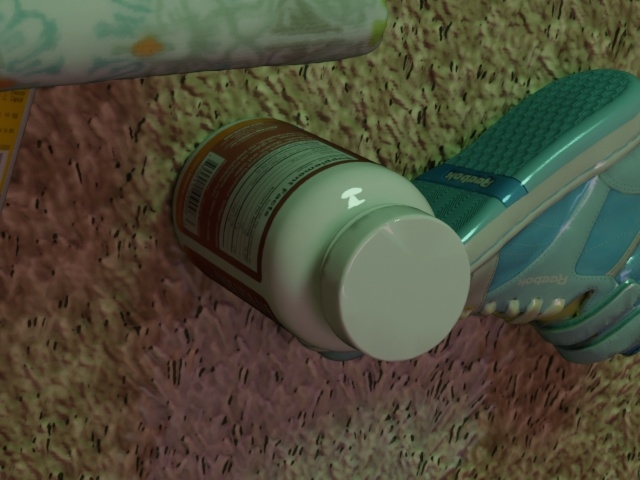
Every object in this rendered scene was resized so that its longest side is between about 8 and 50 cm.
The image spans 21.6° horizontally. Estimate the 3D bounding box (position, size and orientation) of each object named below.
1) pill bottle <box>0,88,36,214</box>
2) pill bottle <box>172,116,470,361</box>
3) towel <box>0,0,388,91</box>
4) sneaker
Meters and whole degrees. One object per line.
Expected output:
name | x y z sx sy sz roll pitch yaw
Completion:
pill bottle | -0.216 -0.118 0.967 0.117 0.117 0.208 12 99 -32
pill bottle | 0.000 0.000 1.069 0.121 0.216 0.121 -10 110 -27
towel | -0.143 -0.265 0.893 0.320 0.090 0.375 -9 82 -27
sneaker | 0.141 0.039 1.217 0.319 0.127 0.208 -34 118 -16
